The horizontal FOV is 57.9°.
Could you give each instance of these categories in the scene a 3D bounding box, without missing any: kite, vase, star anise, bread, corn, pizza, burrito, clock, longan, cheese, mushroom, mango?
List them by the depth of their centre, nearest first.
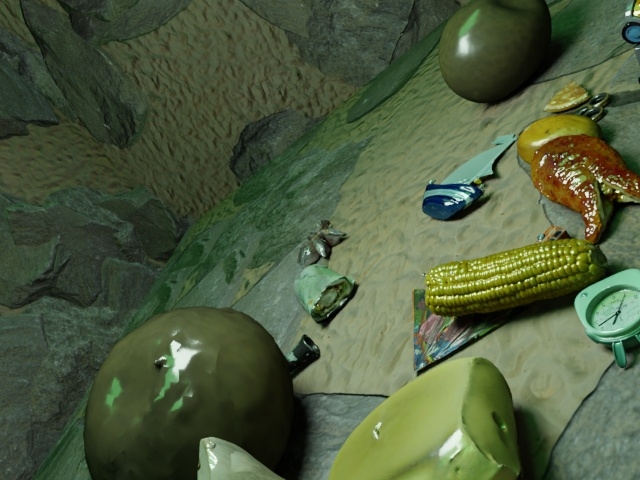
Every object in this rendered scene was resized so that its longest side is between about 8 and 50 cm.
[{"bbox_3d":[0.119,0.297,0.777,0.316,0.128,0.259,-47,-2,28],"label":"cheese"},{"bbox_3d":[0.404,0.105,0.778,0.101,0.041,0.135,-33,24,31],"label":"clock"},{"bbox_3d":[-0.094,0.404,0.911,0.108,0.247,0.096,-62,-7,-59],"label":"mushroom"},{"bbox_3d":[0.303,0.063,0.944,0.313,0.102,0.102,-20,31,44],"label":"corn"},{"bbox_3d":[0.460,-0.110,1.014,0.139,0.095,0.268,-46,22,20],"label":"bread"},{"bbox_3d":[0.234,0.152,1.069,0.234,0.016,0.321,-53,20,-16],"label":"kite"},{"bbox_3d":[-0.248,0.329,1.132,0.404,0.404,0.435,-35,21,26],"label":"longan"},{"bbox_3d":[0.480,-0.208,1.170,0.165,0.089,0.115,-23,29,39],"label":"mango"},{"bbox_3d":[0.571,-0.320,1.308,0.100,0.029,0.099,-49,28,-2],"label":"pizza"},{"bbox_3d":[-0.080,0.294,1.344,0.167,0.059,0.059,-43,20,7],"label":"vase"},{"bbox_3d":[-0.006,0.124,1.496,0.144,0.089,0.229,-46,21,-9],"label":"burrito"},{"bbox_3d":[0.478,-0.533,1.571,0.350,0.288,0.288,-40,17,-19],"label":"longan"},{"bbox_3d":[-0.012,0.011,1.757,0.172,0.063,0.208,-47,20,1],"label":"star anise"}]

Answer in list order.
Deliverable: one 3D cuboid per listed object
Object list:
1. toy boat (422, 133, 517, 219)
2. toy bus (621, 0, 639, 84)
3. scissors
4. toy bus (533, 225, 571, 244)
[{"bbox_3d":[0.361,-0.170,1.380,0.291,0.067,0.220,-47,19,-13],"label":"toy boat"},{"bbox_3d":[0.632,-0.362,1.010,0.126,0.209,0.136,-51,31,-19],"label":"toy bus"},{"bbox_3d":[0.533,-0.266,1.286,0.220,0.017,0.088,-14,40,56],"label":"scissors"},{"bbox_3d":[0.382,0.023,0.998,0.110,0.031,0.043,-47,26,-6],"label":"toy bus"}]
